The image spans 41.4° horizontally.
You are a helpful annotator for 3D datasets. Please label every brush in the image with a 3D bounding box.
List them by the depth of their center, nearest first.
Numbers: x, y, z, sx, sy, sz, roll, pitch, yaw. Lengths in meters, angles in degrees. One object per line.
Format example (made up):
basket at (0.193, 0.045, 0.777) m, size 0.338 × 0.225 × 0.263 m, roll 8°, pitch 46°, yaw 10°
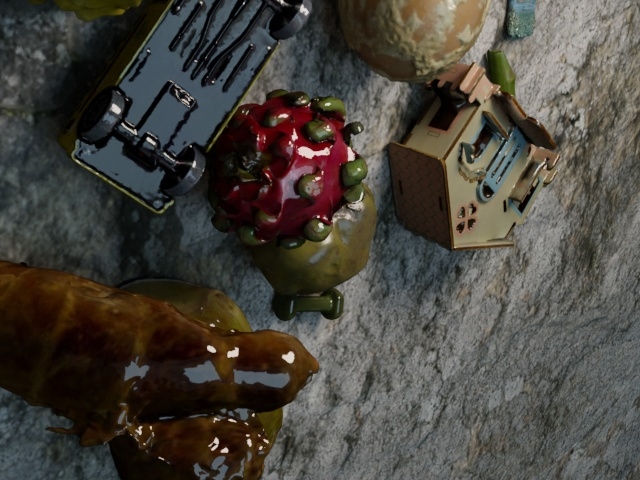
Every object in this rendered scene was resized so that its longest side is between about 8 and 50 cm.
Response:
brush at (0.340, -0.435, 1.400) m, size 0.070 × 0.021 × 0.196 m, roll -17°, pitch 119°, yaw -37°

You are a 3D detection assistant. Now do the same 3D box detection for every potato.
potato at (-0.167, 0.197, 1.128) m, size 0.246 × 0.196 × 0.299 m, roll -41°, pitch 129°, yaw -22°
potato at (-0.004, -0.003, 1.210) m, size 0.200 × 0.137 × 0.154 m, roll -38°, pitch 138°, yaw -29°

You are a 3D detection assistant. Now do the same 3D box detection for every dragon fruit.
dragon fruit at (-0.057, -0.098, 1.067) m, size 0.198 × 0.273 × 0.218 m, roll 29°, pitch 94°, yaw -29°

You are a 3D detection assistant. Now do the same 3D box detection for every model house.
model house at (0.234, -0.104, 1.358) m, size 0.244 × 0.169 × 0.326 m, roll -54°, pitch 135°, yaw -5°

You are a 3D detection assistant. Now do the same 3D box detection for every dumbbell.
dumbbell at (-0.018, 0.099, 1.313) m, size 0.118 × 0.046 × 0.052 m, roll 4°, pitch 101°, yaw -42°

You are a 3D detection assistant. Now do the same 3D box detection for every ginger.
ginger at (-0.233, 0.167, 0.952) m, size 0.418 × 0.176 × 0.254 m, roll 22°, pitch 86°, yaw -7°

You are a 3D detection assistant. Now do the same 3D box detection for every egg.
egg at (0.126, -0.332, 1.135) m, size 0.203 × 0.203 × 0.245 m, roll 21°, pitch 73°, yaw -44°

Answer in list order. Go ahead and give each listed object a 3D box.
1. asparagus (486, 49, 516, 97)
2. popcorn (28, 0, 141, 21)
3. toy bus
asparagus at (0.313, -0.250, 1.448) m, size 0.045 × 0.041 × 0.178 m, roll -16°, pitch 124°, yaw 0°
popcorn at (-0.227, -0.329, 0.813) m, size 0.249 × 0.225 × 0.249 m, roll -14°, pitch 116°, yaw -31°
toy bus at (-0.159, -0.209, 0.975) m, size 0.145 × 0.151 × 0.331 m, roll 35°, pitch 86°, yaw -34°
